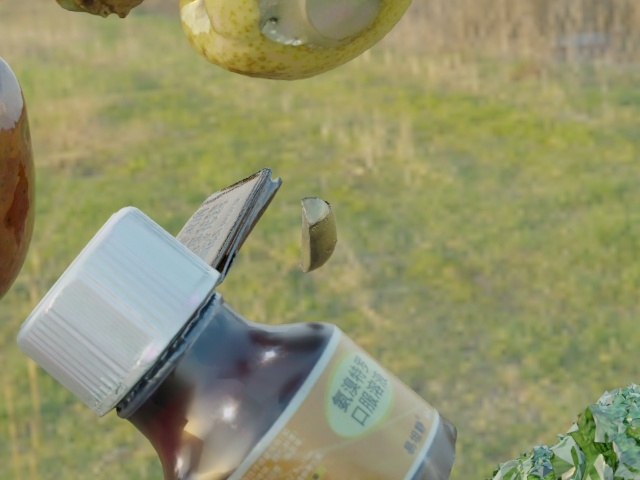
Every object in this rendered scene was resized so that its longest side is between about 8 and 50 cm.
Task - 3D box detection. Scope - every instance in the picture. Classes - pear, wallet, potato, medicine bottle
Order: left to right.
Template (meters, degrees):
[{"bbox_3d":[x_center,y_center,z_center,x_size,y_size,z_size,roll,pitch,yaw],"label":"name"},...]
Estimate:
[{"bbox_3d":[-0.138,0.000,2.156,0.161,0.042,0.195,-25,27,52],"label":"wallet"},{"bbox_3d":[-0.084,0.154,1.571,0.395,0.242,0.242,37,6,-9],"label":"medicine bottle"},{"bbox_3d":[-0.031,-0.290,1.747,0.271,0.271,0.271,-5,10,1],"label":"pear"},{"bbox_3d":[0.001,0.000,1.708,0.037,0.093,0.036,-9,45,-12],"label":"potato"}]

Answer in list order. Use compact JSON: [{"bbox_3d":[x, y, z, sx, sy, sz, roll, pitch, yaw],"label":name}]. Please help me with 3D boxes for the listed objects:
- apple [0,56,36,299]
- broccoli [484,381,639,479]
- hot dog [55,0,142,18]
[{"bbox_3d":[-0.488,-0.060,2.000,0.295,0.365,0.329,16,9,12],"label":"apple"},{"bbox_3d":[0.183,0.299,1.270,0.310,0.413,0.321,22,3,22],"label":"broccoli"},{"bbox_3d":[-0.123,-0.291,1.340,0.259,0.114,0.175,-40,-14,5],"label":"hot dog"}]
